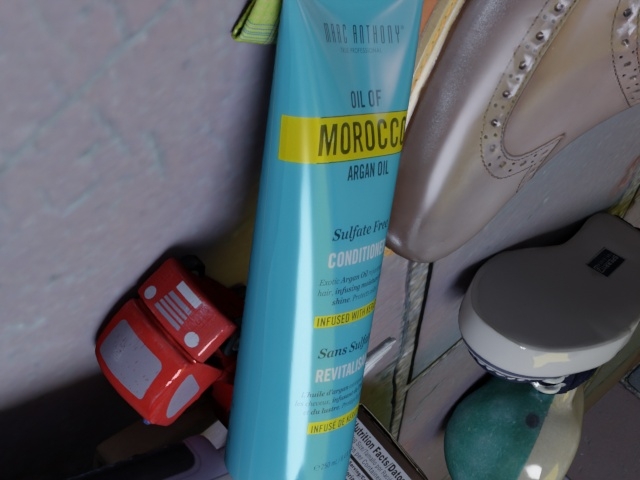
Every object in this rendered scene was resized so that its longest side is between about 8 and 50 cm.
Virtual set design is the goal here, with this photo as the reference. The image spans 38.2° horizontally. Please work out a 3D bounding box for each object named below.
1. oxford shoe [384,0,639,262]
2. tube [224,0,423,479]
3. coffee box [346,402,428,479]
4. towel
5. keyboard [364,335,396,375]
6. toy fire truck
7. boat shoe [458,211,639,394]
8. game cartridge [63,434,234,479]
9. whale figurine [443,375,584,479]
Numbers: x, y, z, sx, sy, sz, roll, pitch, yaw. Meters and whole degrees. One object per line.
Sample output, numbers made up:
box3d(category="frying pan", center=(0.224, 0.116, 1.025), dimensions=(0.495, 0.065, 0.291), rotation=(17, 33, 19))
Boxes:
box3d(category="oxford shoe", center=(0.152, -0.113, 0.384), dimensions=(0.363, 0.133, 0.130), rotation=(-51, 157, 13))
box3d(category="tube", center=(0.000, 0.000, 0.359), dimensions=(0.080, 0.052, 0.207), rotation=(-20, 123, -54))
box3d(category="coffee box", center=(-0.043, 0.281, 0.730), dimensions=(0.297, 0.119, 0.168), rotation=(-38, 162, -15))
box3d(category="towel", center=(0.008, -0.096, 0.330), dimensions=(0.083, 0.009, 0.060), rotation=(-19, 147, -46))
box3d(category="keyboard", center=(-0.030, 0.142, 0.609), dimensions=(0.072, 0.014, 0.256), rotation=(-24, 160, -40))
box3d(category="toy fire truck", center=(-0.068, 0.087, 0.461), dimensions=(0.135, 0.047, 0.192), rotation=(-46, 158, 1))
box3d(category="boat shoe", center=(0.207, 0.089, 0.826), dimensions=(0.341, 0.127, 0.158), rotation=(-17, 137, -50))
box3d(category="game cartridge", center=(-0.173, 0.191, 0.386), dimensions=(0.355, 0.068, 0.230), rotation=(-11, 142, -42))
box3d(category="whale figurine", center=(0.240, 0.201, 1.119), dimensions=(0.216, 0.141, 0.272), rotation=(101, 15, -54))
